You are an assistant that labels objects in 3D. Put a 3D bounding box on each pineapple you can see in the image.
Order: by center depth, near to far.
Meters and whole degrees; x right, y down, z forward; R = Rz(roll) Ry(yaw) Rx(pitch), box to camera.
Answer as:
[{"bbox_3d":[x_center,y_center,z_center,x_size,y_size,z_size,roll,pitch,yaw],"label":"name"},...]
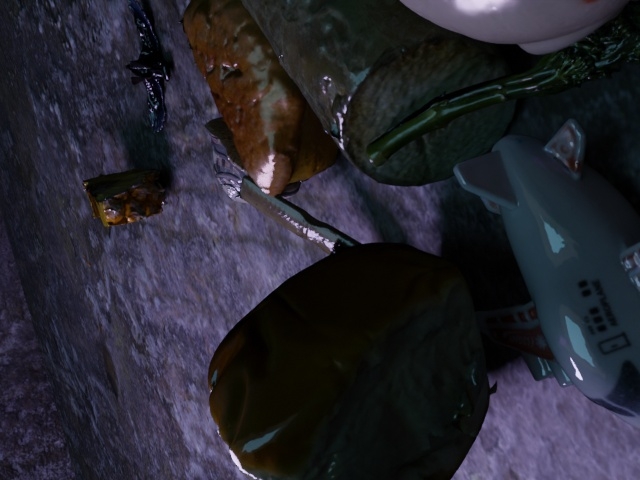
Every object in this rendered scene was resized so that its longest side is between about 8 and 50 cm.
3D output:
[{"bbox_3d":[-0.324,-0.076,1.334,0.233,0.135,0.079,23,133,61],"label":"pineapple"}]

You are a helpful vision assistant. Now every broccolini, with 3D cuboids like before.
[{"bbox_3d":[0.136,-0.110,0.585,0.239,0.051,0.054,-21,60,28],"label":"broccolini"}]

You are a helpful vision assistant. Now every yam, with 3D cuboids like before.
[{"bbox_3d":[0.033,-0.201,0.694,0.304,0.168,0.168,59,146,21],"label":"yam"}]

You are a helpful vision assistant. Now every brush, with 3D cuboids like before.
[{"bbox_3d":[0.000,0.000,0.887,0.248,0.036,0.043,33,132,19],"label":"brush"}]

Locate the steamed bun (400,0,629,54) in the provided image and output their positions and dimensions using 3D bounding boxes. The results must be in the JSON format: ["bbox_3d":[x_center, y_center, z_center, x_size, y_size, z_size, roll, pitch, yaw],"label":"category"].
[{"bbox_3d":[0.141,-0.213,0.526,0.177,0.131,0.228,-59,37,5],"label":"steamed bun"}]

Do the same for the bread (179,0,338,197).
[{"bbox_3d":[-0.046,-0.191,0.848,0.134,0.129,0.260,-26,86,57],"label":"bread"}]

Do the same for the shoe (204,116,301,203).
[{"bbox_3d":[-0.091,-0.088,1.003,0.180,0.089,0.092,44,138,41],"label":"shoe"}]

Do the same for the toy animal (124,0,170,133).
[{"bbox_3d":[-0.274,-0.272,1.229,0.108,0.062,0.220,-135,36,-64],"label":"toy animal"}]

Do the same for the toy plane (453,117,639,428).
[{"bbox_3d":[0.202,0.028,0.593,0.252,0.118,0.252,34,135,43],"label":"toy plane"}]

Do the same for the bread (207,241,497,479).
[{"bbox_3d":[0.034,0.129,0.704,0.225,0.250,0.279,57,172,-8],"label":"bread"}]
